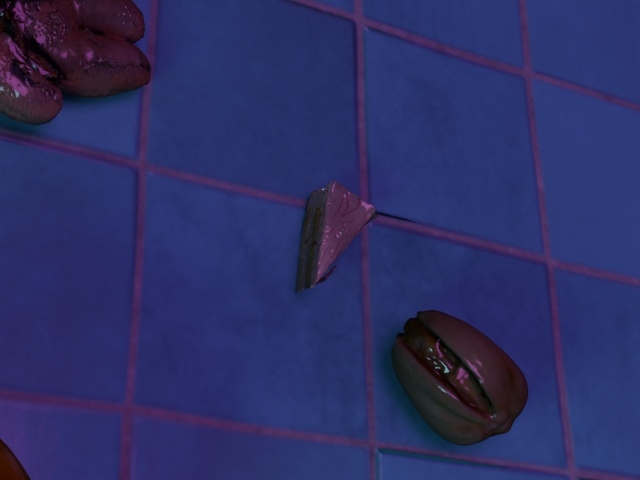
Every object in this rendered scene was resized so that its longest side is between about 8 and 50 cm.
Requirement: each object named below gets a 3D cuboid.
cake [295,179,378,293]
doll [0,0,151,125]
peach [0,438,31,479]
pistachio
[{"bbox_3d":[0.000,0.000,1.199,0.065,0.052,0.121,44,53,-13],"label":"cake"},{"bbox_3d":[-0.274,-0.212,1.068,0.303,0.156,0.201,0,62,-37],"label":"doll"},{"bbox_3d":[-0.313,0.240,0.755,0.332,0.308,0.308,36,52,-34],"label":"peach"},{"bbox_3d":[0.136,0.135,1.190,0.113,0.113,0.149,-31,79,-38],"label":"pistachio"}]
